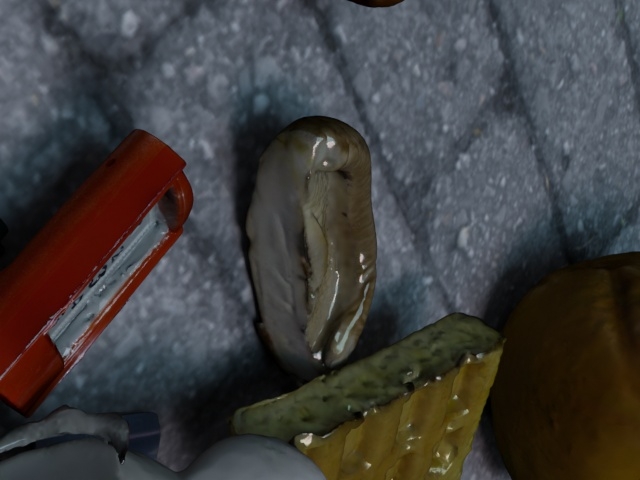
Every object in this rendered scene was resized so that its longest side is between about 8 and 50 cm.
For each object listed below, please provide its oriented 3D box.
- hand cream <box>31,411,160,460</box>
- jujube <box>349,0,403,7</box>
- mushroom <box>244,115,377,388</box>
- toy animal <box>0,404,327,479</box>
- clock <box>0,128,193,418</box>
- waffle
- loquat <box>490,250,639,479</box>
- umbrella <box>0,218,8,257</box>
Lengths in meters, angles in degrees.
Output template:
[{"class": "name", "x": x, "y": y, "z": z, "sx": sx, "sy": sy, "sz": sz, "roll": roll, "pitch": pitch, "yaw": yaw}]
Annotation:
[{"class": "hand cream", "x": -0.150, "y": 0.239, "z": 0.586, "sx": 0.088, "sy": 0.055, "sz": 0.256, "roll": -1, "pitch": 96, "yaw": -37}, {"class": "jujube", "x": 0.068, "y": -0.265, "z": 0.545, "sx": 0.190, "sy": 0.190, "sz": 0.255, "roll": 27, "pitch": 92, "yaw": -44}, {"class": "mushroom", "x": -0.001, "y": 0.000, "z": 0.627, "sx": 0.094, "sy": 0.072, "sz": 0.210, "roll": -35, "pitch": 135, "yaw": -35}, {"class": "toy animal", "x": -0.144, "y": 0.188, "z": 0.449, "sx": 0.325, "sy": 0.208, "sz": 0.154, "roll": -6, "pitch": 127, "yaw": -5}, {"class": "clock", "x": -0.136, "y": 0.015, "z": 0.497, "sx": 0.155, "sy": 0.061, "sz": 0.113, "roll": -51, "pitch": 175, "yaw": -21}, {"class": "waffle", "x": 0.026, "y": 0.183, "z": 0.686, "sx": 0.248, "sy": 0.055, "sz": 0.221, "roll": -20, "pitch": 133, "yaw": -37}, {"class": "loquat", "x": 0.295, "y": 0.150, "z": 0.829, "sx": 0.276, "sy": 0.276, "sz": 0.284, "roll": -8, "pitch": 111, "yaw": -41}, {"class": "umbrella", "x": -0.215, "y": 0.036, "z": 0.470, "sx": 0.133, "sy": 0.031, "sz": 0.036, "roll": -49, "pitch": 164, "yaw": -21}]
